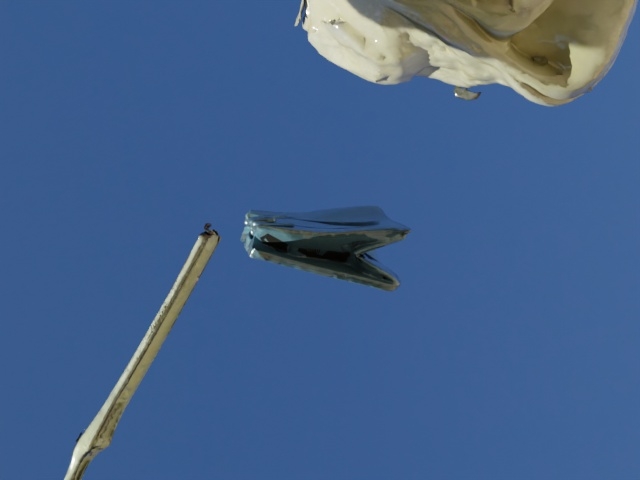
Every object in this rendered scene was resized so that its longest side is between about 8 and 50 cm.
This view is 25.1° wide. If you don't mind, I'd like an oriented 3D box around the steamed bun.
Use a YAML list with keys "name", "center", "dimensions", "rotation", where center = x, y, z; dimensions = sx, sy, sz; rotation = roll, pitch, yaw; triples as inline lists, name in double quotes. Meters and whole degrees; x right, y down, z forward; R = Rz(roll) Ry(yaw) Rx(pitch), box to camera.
- name: "steamed bun"
  center: [0.141, -0.295, 1.312]
  dimensions: [0.346, 0.394, 0.237]
  rotation: [63, -170, 29]

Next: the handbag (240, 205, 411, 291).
- name: "handbag"
  center: [0.000, 0.000, 1.332]
  dimensions: [0.144, 0.221, 0.057]
  rotation: [5, -84, -6]

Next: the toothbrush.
- name: "toothbrush"
  center: [-0.142, 0.118, 1.003]
  dimensions: [0.026, 0.028, 0.294]
  rotation: [11, -74, -63]
